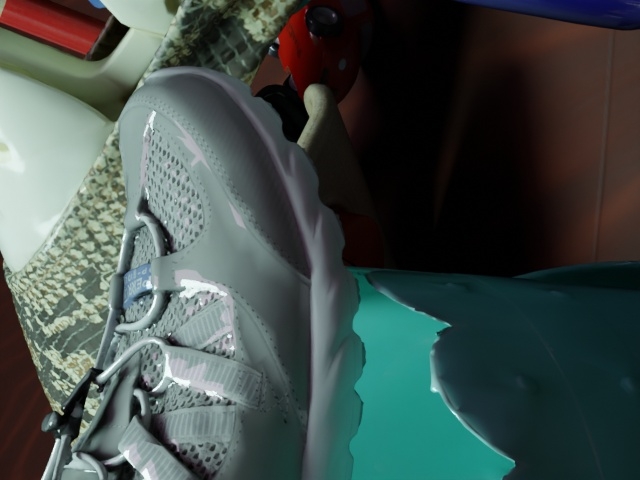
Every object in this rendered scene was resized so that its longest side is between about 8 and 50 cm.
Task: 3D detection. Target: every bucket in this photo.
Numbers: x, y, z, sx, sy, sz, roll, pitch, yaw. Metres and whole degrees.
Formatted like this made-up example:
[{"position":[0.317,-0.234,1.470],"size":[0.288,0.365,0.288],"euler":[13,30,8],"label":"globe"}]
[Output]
[{"position":[0.090,0.139,0.714],"size":[0.281,0.183,0.281],"euler":[178,90,-68],"label":"bucket"}]

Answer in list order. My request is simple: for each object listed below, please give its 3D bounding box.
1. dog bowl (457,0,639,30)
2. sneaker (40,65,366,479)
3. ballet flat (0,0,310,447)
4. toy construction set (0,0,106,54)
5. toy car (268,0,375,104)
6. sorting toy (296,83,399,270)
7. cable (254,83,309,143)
[{"position":[0.096,-0.214,0.713],"size":[0.265,0.104,0.265],"euler":[-170,90,-76],"label":"dog bowl"},{"position":[-0.051,0.072,0.658],"size":[0.105,0.115,0.281],"euler":[138,129,-63],"label":"sneaker"},{"position":[-0.079,-0.122,0.949],"size":[0.483,0.182,0.164],"euler":[-61,22,18],"label":"ballet flat"},{"position":[-0.192,-0.270,1.240],"size":[0.257,0.237,0.309],"euler":[124,160,-48],"label":"toy construction set"},{"position":[-0.016,-0.199,1.147],"size":[0.239,0.053,0.225],"euler":[-148,59,-64],"label":"toy car"},{"position":[0.012,0.104,0.949],"size":[0.307,0.041,0.229],"euler":[67,-144,-49],"label":"sorting toy"},{"position":[0.000,0.000,1.072],"size":[0.150,0.047,0.185],"euler":[-89,-15,-76],"label":"cable"}]
